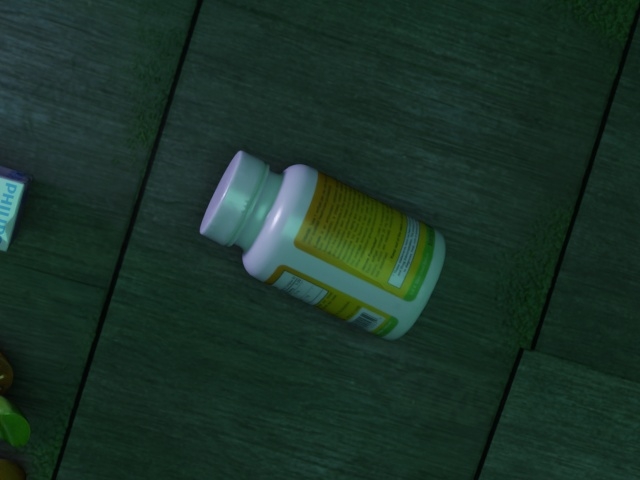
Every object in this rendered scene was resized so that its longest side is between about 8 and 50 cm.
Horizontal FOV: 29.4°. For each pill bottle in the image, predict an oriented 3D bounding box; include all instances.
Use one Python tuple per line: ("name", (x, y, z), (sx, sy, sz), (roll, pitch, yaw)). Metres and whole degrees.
("pill bottle", (0.000, 0.000, 1.330), (0.246, 0.136, 0.136), (26, 92, -11))

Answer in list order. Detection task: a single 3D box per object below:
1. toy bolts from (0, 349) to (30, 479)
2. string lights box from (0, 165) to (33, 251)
("toy bolts", (-0.436, 0.209, 1.313), (0.229, 0.158, 0.218), (-16, 140, -17))
("string lights box", (-0.435, -0.065, 1.253), (0.260, 0.133, 0.076), (16, 93, -10))
